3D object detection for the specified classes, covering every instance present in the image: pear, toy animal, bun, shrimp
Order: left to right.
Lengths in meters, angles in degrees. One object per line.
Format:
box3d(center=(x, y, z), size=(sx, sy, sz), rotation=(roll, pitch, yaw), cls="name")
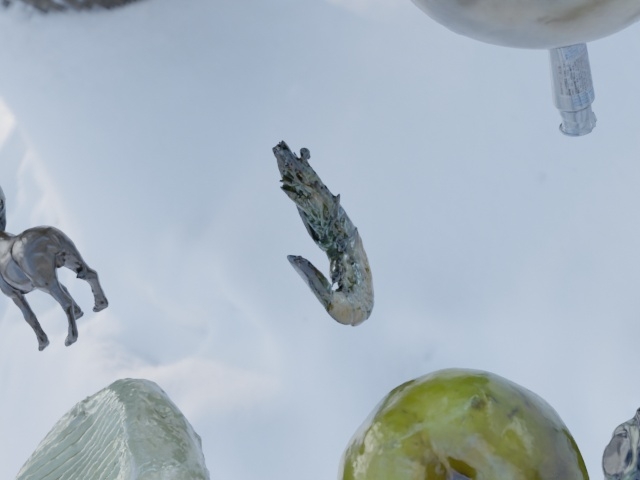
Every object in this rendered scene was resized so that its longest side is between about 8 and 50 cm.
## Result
box3d(center=(-0.302, 0.014, 1.275), size=(0.094, 0.186, 0.214), rotation=(-44, 16, -30), cls="toy animal")
box3d(center=(-0.175, 0.234, 1.066), size=(0.231, 0.133, 0.231), rotation=(-35, 30, 24), cls="bun")
box3d(center=(0.000, 0.000, 1.363), size=(0.051, 0.217, 0.150), rotation=(-21, 23, 25), cls="shrimp")
box3d(center=(0.108, 0.192, 0.960), size=(0.200, 0.200, 0.200), rotation=(-35, 43, 40), cls="pear")

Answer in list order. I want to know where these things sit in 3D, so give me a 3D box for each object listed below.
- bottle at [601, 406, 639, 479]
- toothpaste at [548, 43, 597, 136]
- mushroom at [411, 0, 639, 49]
box3d(center=(0.437, 0.188, 1.339), size=(0.347, 0.168, 0.168), rotation=(-53, 32, 39), cls="bottle")
box3d(center=(0.331, -0.250, 1.706), size=(0.057, 0.234, 0.089), rotation=(11, 42, 33), cls="toothpaste")
box3d(center=(0.227, -0.381, 1.345), size=(0.362, 0.362, 0.295), rotation=(-32, 24, 43), cls="mushroom")
